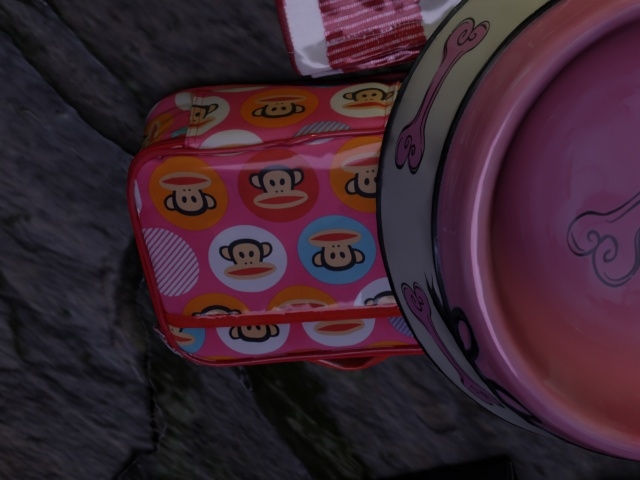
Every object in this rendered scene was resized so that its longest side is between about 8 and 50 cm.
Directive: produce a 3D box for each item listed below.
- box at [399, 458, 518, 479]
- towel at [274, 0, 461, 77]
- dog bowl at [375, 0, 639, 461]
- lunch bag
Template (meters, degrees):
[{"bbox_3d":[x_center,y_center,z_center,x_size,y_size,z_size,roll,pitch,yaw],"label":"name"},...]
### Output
[{"bbox_3d":[0.032,0.388,1.586,0.394,0.097,0.318,-13,119,13],"label":"box"},{"bbox_3d":[0.108,-0.255,1.255,0.329,0.037,0.237,-9,116,13],"label":"towel"},{"bbox_3d":[0.251,-0.022,1.191,0.408,0.150,0.408,-1,102,-7],"label":"dog bowl"},{"bbox_3d":[0.000,0.000,1.369,0.293,0.120,0.258,-5,123,8],"label":"lunch bag"}]
